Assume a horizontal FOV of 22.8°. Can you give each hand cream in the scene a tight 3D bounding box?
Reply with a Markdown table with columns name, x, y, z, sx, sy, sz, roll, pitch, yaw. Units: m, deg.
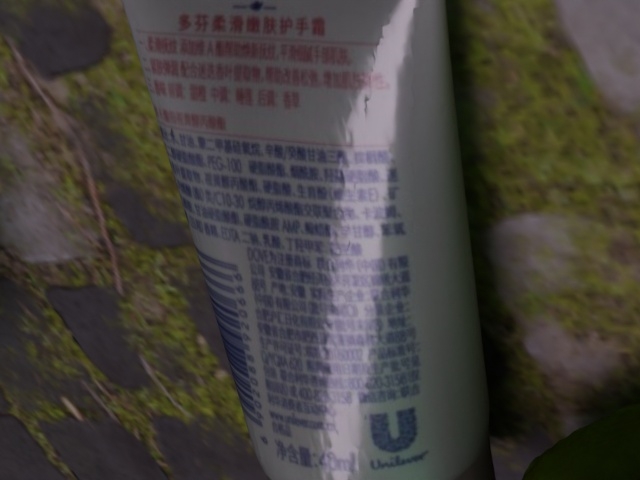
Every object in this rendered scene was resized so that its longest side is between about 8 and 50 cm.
| name | x | y | z | sx | sy | sz | roll | pitch | yaw |
| --- | --- | --- | --- | --- | --- | --- | --- | --- | --- |
| hand cream | 0.000 | 0.000 | 0.542 | 0.133 | 0.083 | 0.248 | 9 | 123 | 33 |

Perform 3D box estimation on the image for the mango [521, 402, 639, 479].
| name | x | y | z | sx | sy | sz | roll | pitch | yaw |
| --- | --- | --- | --- | --- | --- | --- | --- | --- | --- |
| mango | 0.138 | 0.115 | 0.517 | 0.178 | 0.100 | 0.119 | -11 | 117 | 34 |
